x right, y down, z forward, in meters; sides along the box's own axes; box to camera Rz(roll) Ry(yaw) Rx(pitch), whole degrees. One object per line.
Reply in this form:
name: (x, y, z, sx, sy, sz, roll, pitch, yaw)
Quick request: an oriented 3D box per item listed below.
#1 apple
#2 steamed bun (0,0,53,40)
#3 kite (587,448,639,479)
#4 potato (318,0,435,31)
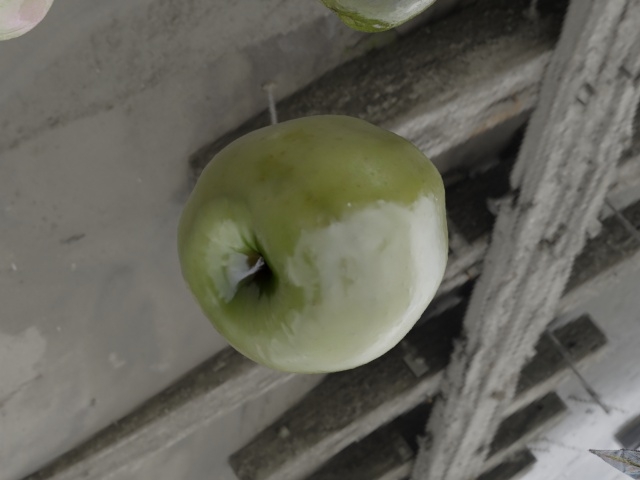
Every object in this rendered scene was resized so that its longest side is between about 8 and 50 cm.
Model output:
apple: (0.000, 0.000, 1.636, 0.473, 0.474, 0.474, -27, 148, -18)
steamed bun: (-0.402, -0.382, 1.202, 0.152, 0.170, 0.239, -13, 145, -19)
kite: (0.364, 0.247, 1.020, 0.010, 0.160, 0.183, -65, 156, -21)
potato: (0.068, -0.319, 0.925, 0.228, 0.149, 0.197, -39, 113, 23)
